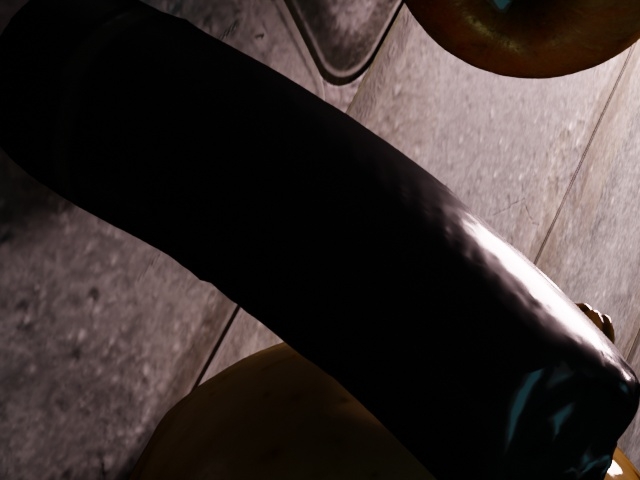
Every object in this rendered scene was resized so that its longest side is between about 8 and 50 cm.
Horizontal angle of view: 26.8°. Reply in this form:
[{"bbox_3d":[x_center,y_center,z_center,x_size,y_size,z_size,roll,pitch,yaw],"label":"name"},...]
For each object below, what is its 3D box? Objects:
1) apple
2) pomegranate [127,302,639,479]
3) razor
[{"bbox_3d":[0.150,-0.235,0.948,0.237,0.237,0.207,71,27,-48],"label":"apple"},{"bbox_3d":[0.057,0.211,0.823,0.410,0.410,0.410,-38,136,-48],"label":"pomegranate"},{"bbox_3d":[0.000,-0.002,0.660,0.113,0.349,0.204,-57,155,4],"label":"razor"}]
